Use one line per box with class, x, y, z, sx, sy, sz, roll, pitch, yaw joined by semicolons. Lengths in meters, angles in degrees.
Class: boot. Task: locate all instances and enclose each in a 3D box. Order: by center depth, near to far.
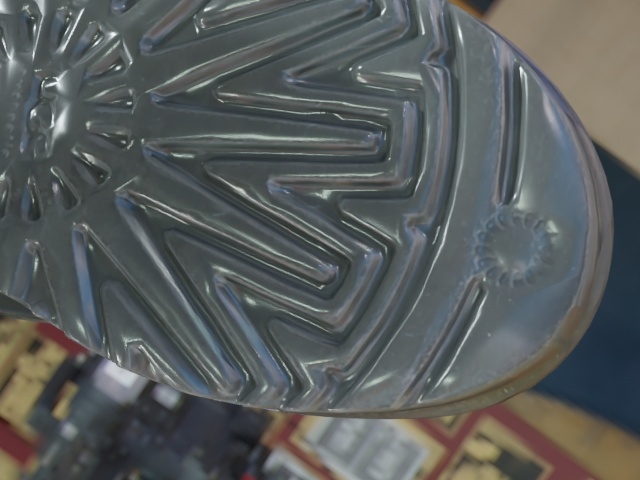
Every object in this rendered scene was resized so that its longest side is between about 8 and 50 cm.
boot;-0.002;-0.001;0.798;0.445;0.367;0.146;26;-100;-64
